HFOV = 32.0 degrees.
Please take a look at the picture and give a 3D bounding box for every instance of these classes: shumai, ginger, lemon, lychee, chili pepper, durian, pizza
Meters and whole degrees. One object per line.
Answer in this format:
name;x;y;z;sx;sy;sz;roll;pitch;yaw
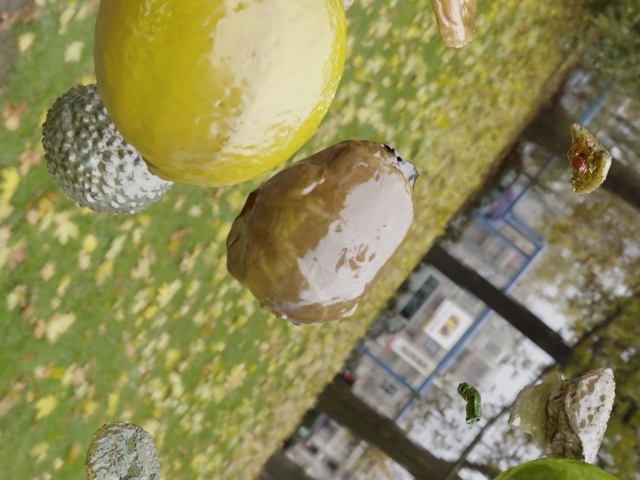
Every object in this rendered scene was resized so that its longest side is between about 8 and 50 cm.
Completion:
shumai;0.301;0.222;1.407;0.145;0.116;0.145;18;90;-72
ginger;-0.002;-0.002;1.503;0.269;0.200;0.223;-18;-125;47
lemon;-0.090;-0.181;1.023;0.236;0.236;0.263;-50;173;-33
lychee;-0.373;-0.175;2.001;0.255;0.255;0.274;-50;142;-11
chili pepper;0.182;0.193;1.349;0.083;0.022;0.027;-96;-150;-66
durian;0.276;0.312;1.224;0.101;0.250;0.139;28;92;-48
pizza;0.276;-0.089;1.190;0.025;0.078;0.083;-15;159;-15

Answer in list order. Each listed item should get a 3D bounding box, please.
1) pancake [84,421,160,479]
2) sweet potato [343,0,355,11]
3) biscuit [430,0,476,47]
pancake;-0.229;0.263;1.309;0.017;0.108;0.108;-31;-169;39
sweet potato;-0.026;-0.235;1.199;0.206;0.060;0.068;-28;168;22
biscuit;0.158;-0.374;1.387;0.051;0.269;0.376;-8;-173;15
